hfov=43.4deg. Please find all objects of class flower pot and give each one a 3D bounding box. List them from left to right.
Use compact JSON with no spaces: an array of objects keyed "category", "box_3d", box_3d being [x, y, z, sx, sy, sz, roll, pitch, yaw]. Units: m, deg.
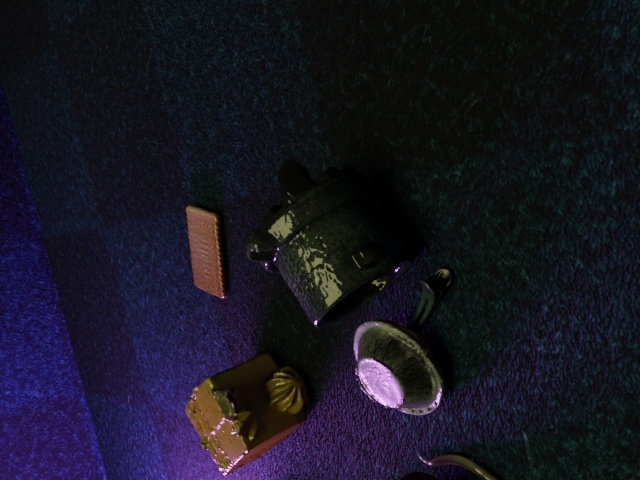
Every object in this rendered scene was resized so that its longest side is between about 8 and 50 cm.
[{"category":"flower pot","box_3d":[0.000,0.000,1.600,0.283,0.299,0.299,57,141,15]}]

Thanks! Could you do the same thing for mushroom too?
[{"category":"mushroom","box_3d":[0.305,0.475,1.616,0.306,0.043,0.068,24,97,48]}]

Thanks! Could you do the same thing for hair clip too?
[{"category":"hair clip","box_3d":[0.204,0.144,1.605,0.039,0.070,0.230,45,144,26]}]

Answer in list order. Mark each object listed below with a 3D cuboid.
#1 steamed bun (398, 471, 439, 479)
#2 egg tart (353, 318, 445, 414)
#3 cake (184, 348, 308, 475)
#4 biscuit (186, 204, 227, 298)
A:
[{"category":"steamed bun","box_3d":[0.199,0.660,1.646,0.235,0.248,0.379,37,116,34]},{"category":"egg tart","box_3d":[0.147,0.268,1.651,0.234,0.094,0.234,29,137,32]},{"category":"cake","box_3d":[-0.181,0.425,2.065,0.222,0.227,0.286,55,142,17]},{"category":"biscuit","box_3d":[-0.314,0.030,2.240,0.160,0.030,0.250,17,117,48]}]
